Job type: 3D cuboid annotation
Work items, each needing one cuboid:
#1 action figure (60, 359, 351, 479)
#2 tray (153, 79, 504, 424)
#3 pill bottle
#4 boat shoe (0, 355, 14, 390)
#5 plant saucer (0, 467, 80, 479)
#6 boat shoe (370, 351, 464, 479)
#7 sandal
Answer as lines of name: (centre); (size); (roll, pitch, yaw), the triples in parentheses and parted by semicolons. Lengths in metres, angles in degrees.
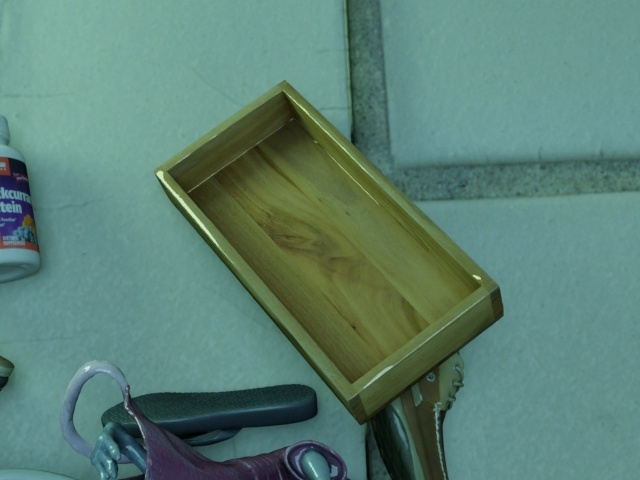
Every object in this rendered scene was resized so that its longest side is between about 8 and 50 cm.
action figure: (-0.093, 0.293, 1.323); (0.370, 0.248, 0.275); (0, 38, -37)
tray: (0.000, 0.000, 1.381); (0.203, 0.076, 0.411); (-36, 55, -10)
pill bottle: (-0.404, -0.052, 1.436); (0.108, 0.108, 0.193); (-11, 77, -5)
boat shoe: (-0.501, 0.150, 1.390); (0.285, 0.103, 0.092); (10, 81, 4)
plant saucer: (-0.344, 0.451, 1.289); (0.401, 0.100, 0.400); (4, 77, -18)
boat shoe: (0.113, 0.156, 1.402); (0.120, 0.122, 0.324); (-12, 77, -11)
sandal: (-0.129, 0.214, 1.395); (0.255, 0.097, 0.054); (-4, 103, -3)
